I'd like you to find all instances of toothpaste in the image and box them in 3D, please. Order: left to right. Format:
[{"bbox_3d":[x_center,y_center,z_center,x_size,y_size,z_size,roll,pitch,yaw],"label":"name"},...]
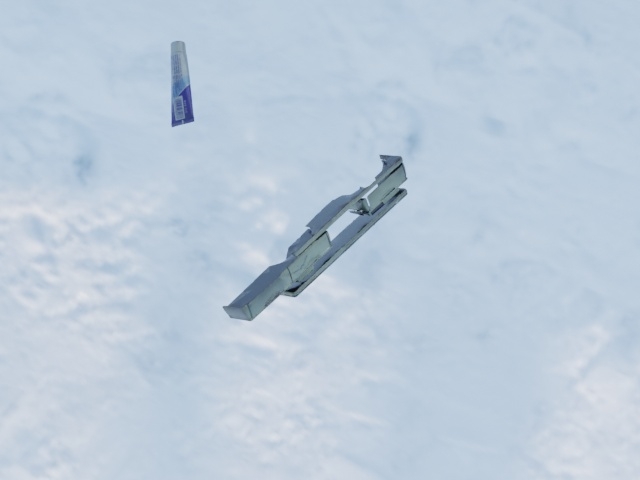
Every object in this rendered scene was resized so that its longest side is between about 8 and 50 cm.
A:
[{"bbox_3d":[-0.131,-0.145,1.373,0.015,0.024,0.083,38,42,-62],"label":"toothpaste"}]

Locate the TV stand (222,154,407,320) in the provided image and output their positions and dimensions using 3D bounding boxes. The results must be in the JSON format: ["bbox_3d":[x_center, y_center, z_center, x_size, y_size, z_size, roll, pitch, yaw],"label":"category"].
[{"bbox_3d":[0.000,0.000,1.453,0.249,0.036,0.042,-43,124,-32],"label":"TV stand"}]
